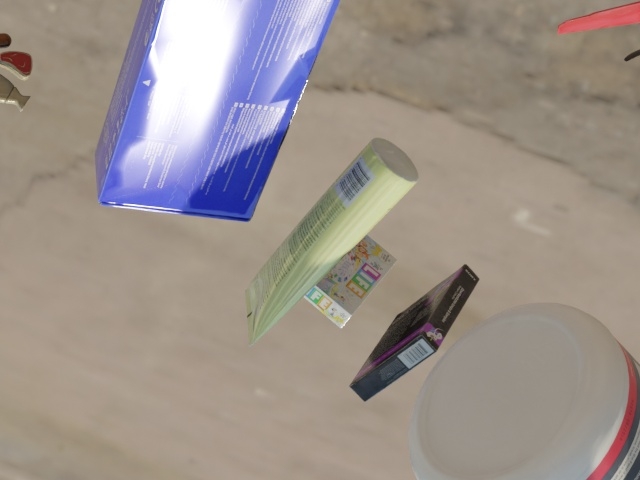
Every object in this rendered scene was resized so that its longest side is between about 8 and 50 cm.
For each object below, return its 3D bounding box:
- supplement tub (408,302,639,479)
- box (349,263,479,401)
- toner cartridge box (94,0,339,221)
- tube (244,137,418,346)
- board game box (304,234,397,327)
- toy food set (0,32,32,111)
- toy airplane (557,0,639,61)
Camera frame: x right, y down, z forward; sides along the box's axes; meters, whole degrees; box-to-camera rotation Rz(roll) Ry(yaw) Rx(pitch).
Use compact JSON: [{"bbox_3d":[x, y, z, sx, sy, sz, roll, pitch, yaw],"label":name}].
[{"bbox_3d":[0.215,0.193,1.432,0.191,0.191,0.272,5,150,47],"label":"supplement tub"},{"bbox_3d":[0.104,0.099,1.920,0.029,0.162,0.116,46,125,-7],"label":"box"},{"bbox_3d":[-0.101,-0.167,1.712,0.165,0.075,0.348,6,137,-19],"label":"toner cartridge box"},{"bbox_3d":[0.000,0.000,1.765,0.062,0.240,0.070,49,-156,13],"label":"tube"},{"bbox_3d":[0.021,0.031,2.157,0.103,0.154,0.026,40,125,2],"label":"board game box"},{"bbox_3d":[-0.321,-0.178,1.664,0.122,0.078,0.019,23,149,-13],"label":"toy food set"},{"bbox_3d":[0.226,-0.157,1.101,0.151,0.028,0.151,-19,155,-9],"label":"toy airplane"}]
